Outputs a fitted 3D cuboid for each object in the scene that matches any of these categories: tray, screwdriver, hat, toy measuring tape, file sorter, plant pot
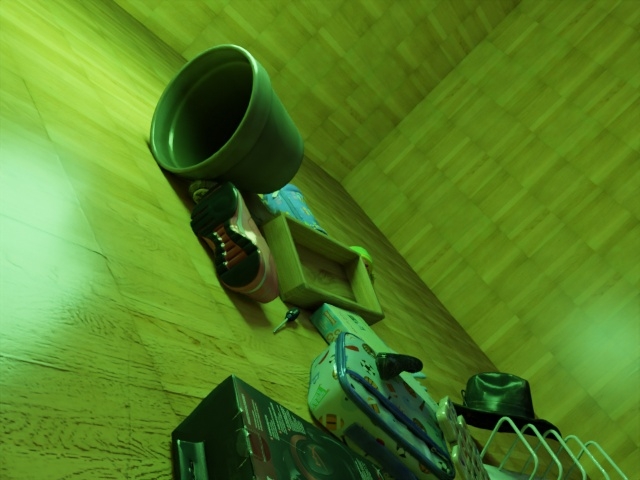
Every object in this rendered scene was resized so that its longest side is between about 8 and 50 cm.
[{"bbox_3d":[0.012,0.085,1.661,0.411,0.076,0.203,28,36,-57],"label":"tray"},{"bbox_3d":[-0.071,0.158,1.346,0.170,0.024,0.025,-12,87,-76],"label":"screwdriver"},{"bbox_3d":[0.467,0.415,1.733,0.331,0.134,0.331,16,-20,6],"label":"hat"},{"bbox_3d":[0.068,0.043,2.105,0.330,0.121,0.121,40,11,-29],"label":"toy measuring tape"},{"bbox_3d":[0.527,0.543,1.534,0.277,0.173,0.193,18,17,-18],"label":"file sorter"},{"bbox_3d":[-0.194,-0.251,1.599,0.280,0.323,0.323,33,16,-50],"label":"plant pot"}]

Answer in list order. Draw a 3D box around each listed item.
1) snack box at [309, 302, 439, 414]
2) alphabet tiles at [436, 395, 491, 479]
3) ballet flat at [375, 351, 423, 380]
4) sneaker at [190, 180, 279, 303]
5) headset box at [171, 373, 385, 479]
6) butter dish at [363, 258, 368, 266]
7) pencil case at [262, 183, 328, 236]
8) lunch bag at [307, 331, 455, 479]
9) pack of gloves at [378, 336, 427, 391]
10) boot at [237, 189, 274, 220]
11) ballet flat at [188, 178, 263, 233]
[{"bbox_3d":[0.125,0.281,1.511,0.322,0.060,0.187,48,10,27],"label":"snack box"},{"bbox_3d":[0.278,0.430,1.221,0.284,0.021,0.278,66,13,5],"label":"alphabet tiles"},{"bbox_3d":[0.143,0.233,1.235,0.057,0.049,0.173,1,-10,30],"label":"ballet flat"},{"bbox_3d":[-0.168,0.010,1.364,0.136,0.116,0.314,50,11,-48],"label":"sneaker"},{"bbox_3d":[-0.031,0.292,0.709,0.293,0.110,0.218,40,11,-30],"label":"headset box"},{"bbox_3d":[0.090,0.099,1.954,0.160,0.118,0.160,46,10,-1],"label":"butter dish"},{"bbox_3d":[-0.073,-0.056,1.896,0.133,0.119,0.306,66,-4,-37],"label":"pencil case"},{"bbox_3d":[0.113,0.319,1.200,0.303,0.115,0.243,42,12,-12],"label":"lunch bag"},{"bbox_3d":[0.207,0.315,1.786,0.232,0.046,0.195,39,13,-34],"label":"pack of gloves"},{"bbox_3d":[-0.181,-0.106,1.784,0.269,0.089,0.236,50,23,27],"label":"boot"},{"bbox_3d":[-0.202,-0.054,1.534,0.250,0.084,0.058,42,34,-40],"label":"ballet flat"}]
